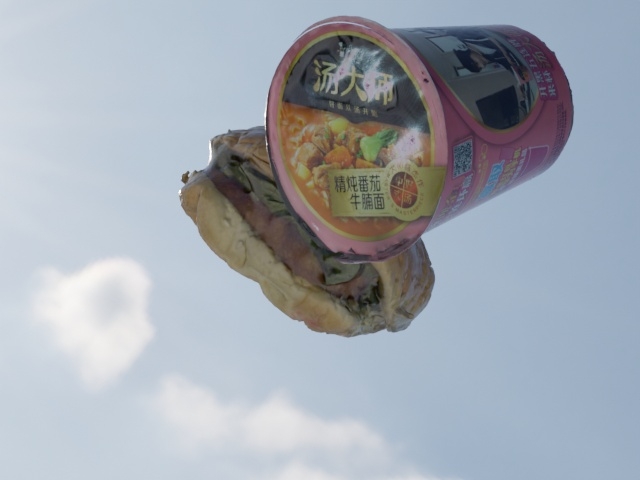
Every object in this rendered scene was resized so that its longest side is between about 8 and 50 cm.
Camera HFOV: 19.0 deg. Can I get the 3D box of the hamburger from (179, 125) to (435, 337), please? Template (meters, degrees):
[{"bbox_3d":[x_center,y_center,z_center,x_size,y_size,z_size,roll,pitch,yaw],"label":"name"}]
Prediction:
[{"bbox_3d":[-0.001,0.002,2.206,0.330,0.162,0.209,39,9,-10],"label":"hamburger"}]

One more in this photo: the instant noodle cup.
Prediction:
[{"bbox_3d":[0.112,-0.116,1.872,0.244,0.255,0.243,14,-70,42],"label":"instant noodle cup"}]
